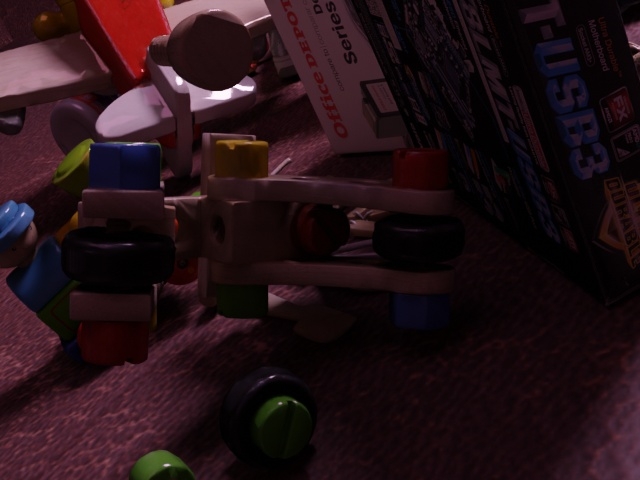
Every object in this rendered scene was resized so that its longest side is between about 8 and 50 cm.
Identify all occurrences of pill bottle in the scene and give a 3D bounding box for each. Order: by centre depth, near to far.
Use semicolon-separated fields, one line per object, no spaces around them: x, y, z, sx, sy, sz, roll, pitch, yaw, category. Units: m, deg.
-0.281;-0.190;1.317;0.108;0.108;0.193;-4;32;39;pill bottle

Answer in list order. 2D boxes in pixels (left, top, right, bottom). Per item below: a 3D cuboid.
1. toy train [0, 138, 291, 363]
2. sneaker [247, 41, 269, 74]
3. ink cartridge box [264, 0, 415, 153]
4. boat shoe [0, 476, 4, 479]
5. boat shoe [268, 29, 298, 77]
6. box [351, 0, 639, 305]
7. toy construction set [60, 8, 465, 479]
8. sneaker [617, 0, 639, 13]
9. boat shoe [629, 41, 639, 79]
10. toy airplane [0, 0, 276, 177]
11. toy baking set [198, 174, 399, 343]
-0.158;-0.031;0.769;0.248;0.143;0.105;-45;27;-5;toy train
-0.140;-0.273;1.393;0.094;0.081;0.208;-11;27;24;sneaker
0.101;-0.193;0.853;0.273;0.198;0.115;1;35;45;ink cartridge box
-0.284;0.167;0.630;0.207;0.073;0.073;-3;31;38;boat shoe
-0.032;-0.340;1.398;0.118;0.103;0.320;-18;25;14;boat shoe
0.101;-0.138;0.622;0.073;0.295;0.293;-30;23;-6;box
-0.082;-0.041;0.588;0.257;0.309;0.237;-30;24;-23;toy construction set
0.321;-0.302;1.013;0.131;0.112;0.319;18;51;36;sneaker
0.229;-0.084;0.634;0.095;0.095;0.257;-24;24;0;boat shoe
-0.242;-0.242;1.134;0.272;0.386;0.384;133;157;-65;toy airplane
-0.006;0.000;0.761;0.197;0.030;0.256;-10;28;29;toy baking set
